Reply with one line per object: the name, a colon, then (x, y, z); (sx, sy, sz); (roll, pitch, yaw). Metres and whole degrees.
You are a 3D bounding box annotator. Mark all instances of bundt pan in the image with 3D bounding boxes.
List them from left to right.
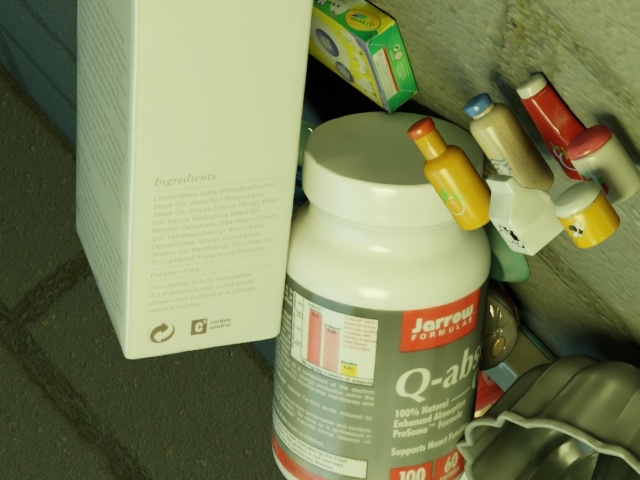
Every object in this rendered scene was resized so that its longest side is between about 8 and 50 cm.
bundt pan: (0.304, 0.233, 1.476); (0.331, 0.124, 0.331); (31, 154, 17)

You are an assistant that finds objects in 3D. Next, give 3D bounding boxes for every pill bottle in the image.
pill bottle: (0.059, 0.071, 1.519); (0.210, 0.210, 0.363); (38, 134, 46)

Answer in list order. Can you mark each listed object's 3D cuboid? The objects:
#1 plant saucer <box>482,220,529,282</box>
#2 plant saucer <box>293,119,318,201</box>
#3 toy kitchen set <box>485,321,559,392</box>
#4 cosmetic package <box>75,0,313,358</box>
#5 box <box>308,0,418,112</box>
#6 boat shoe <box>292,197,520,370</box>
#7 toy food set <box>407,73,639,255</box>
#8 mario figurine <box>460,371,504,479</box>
plant saucer: (0.174, 0.003, 1.626); (0.119, 0.021, 0.119); (47, 167, 15)
plant saucer: (-0.031, -0.085, 1.702); (0.317, 0.044, 0.317); (21, 174, 2)
toy kitchen set: (0.252, 0.200, 1.792); (0.166, 0.122, 0.207); (46, 147, 20)
cosmetic package: (-0.127, -0.141, 1.413); (0.230, 0.161, 0.453); (-120, 29, -48)
box: (0.016, -0.211, 1.515); (0.179, 0.043, 0.105); (43, 165, 38)
boat shoe: (0.074, 0.042, 1.706); (0.324, 0.123, 0.116); (29, -158, 10)
toy food set: (0.166, -0.067, 1.234); (0.104, 0.111, 0.232); (54, 170, -16)
mario figurine: (0.236, 0.291, 1.906); (0.198, 0.170, 0.321); (-98, -6, -77)
